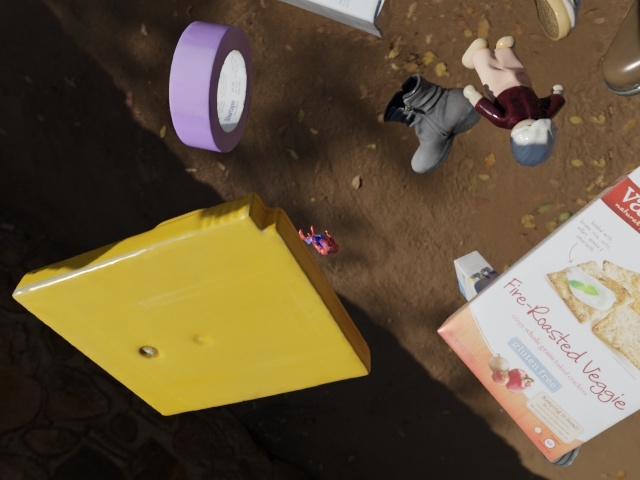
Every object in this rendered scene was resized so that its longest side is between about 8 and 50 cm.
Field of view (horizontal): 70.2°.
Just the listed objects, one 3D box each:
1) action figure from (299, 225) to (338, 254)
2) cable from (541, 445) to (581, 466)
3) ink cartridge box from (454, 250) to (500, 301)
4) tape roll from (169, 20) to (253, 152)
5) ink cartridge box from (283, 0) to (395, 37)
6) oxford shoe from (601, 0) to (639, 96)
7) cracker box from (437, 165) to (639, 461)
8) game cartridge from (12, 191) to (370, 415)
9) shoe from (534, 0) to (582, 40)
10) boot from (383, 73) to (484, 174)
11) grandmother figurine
[{"bbox_3d":[0.000,0.000,0.769,0.038,0.115,0.030,-14,114,-23],"label":"action figure"},{"bbox_3d":[0.368,0.170,0.595,0.072,0.139,0.288,10,90,-2],"label":"cable"},{"bbox_3d":[0.366,0.119,0.993,0.061,0.181,0.104,-23,125,1],"label":"ink cartridge box"},{"bbox_3d":[-0.239,-0.345,1.038,0.090,0.275,0.275,13,118,7],"label":"tape roll"},{"bbox_3d":[-0.019,-0.335,0.595,0.232,0.189,0.066,25,112,2],"label":"ink cartridge box"},{"bbox_3d":[0.279,-0.221,0.336,0.096,0.083,0.227,4,129,-21],"label":"oxford shoe"},{"bbox_3d":[0.250,0.069,0.421,0.232,0.067,0.156,-46,74,20],"label":"cracker box"},{"bbox_3d":[-0.137,0.100,0.547,0.323,0.053,0.285,-17,128,16],"label":"game cartridge"},{"bbox_3d":[0.315,-0.347,0.616,0.058,0.219,0.076,-19,134,26],"label":"shoe"},{"bbox_3d":[0.272,-0.322,1.269,0.222,0.118,0.338,10,149,-12],"label":"boot"},{"bbox_3d":[0.410,-0.294,0.954,0.207,0.343,0.104,-8,145,9],"label":"grandmother figurine"}]
